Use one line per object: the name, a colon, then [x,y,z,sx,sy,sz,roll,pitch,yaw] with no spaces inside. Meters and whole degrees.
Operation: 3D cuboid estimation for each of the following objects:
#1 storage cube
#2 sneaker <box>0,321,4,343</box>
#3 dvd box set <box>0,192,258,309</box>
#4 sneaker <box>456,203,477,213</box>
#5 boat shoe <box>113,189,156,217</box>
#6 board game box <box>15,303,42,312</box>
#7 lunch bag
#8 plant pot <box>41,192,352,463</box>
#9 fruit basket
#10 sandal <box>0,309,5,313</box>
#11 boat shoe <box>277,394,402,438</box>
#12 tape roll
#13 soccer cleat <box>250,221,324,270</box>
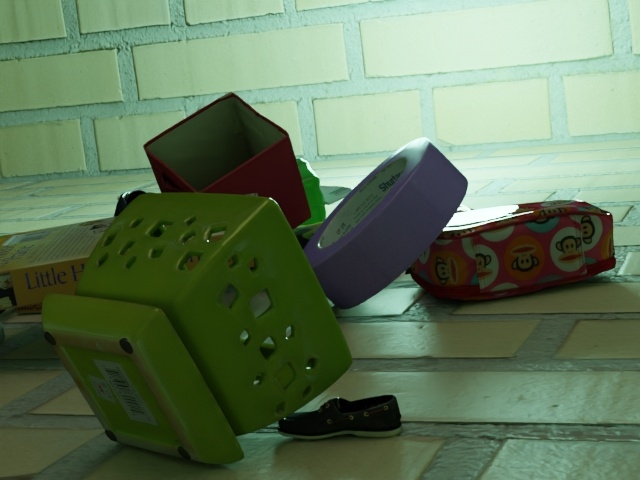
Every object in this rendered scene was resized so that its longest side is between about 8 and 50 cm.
storage cube: [-0.157,-0.099,2.085,0.215,0.193,0.184,-35,47,-18]
sneaker: [-0.538,0.095,1.819,0.094,0.151,0.256,-8,9,1]
dvd box set: [-0.297,0.015,1.805,0.420,0.062,0.307,-10,11,0]
sneaker: [0.186,-0.026,2.205,0.145,0.090,0.270,-8,12,-23]
boat shoe: [-0.320,-0.024,2.178,0.127,0.158,0.340,-3,18,-19]
board game box: [-0.421,0.082,2.167,0.124,0.039,0.259,-2,8,15]
lunch bag: [0.280,0.004,1.889,0.293,0.120,0.258,-9,10,-10]
plant pot: [-0.140,0.097,1.286,0.227,0.228,0.207,4,38,44]
fruit basket: [-0.135,-0.052,2.395,0.327,0.165,0.353,-17,7,-22]
sandal: [-0.542,0.083,2.043,0.054,0.097,0.254,-2,10,22]
boat shoe: [0.018,0.182,1.280,0.133,0.042,0.049,-5,12,15]
tape roll: [0.092,-0.026,1.842,0.275,0.090,0.275,-43,12,12]
soccer cleat: [-0.001,-0.001,2.158,0.289,0.093,0.121,-7,19,8]
